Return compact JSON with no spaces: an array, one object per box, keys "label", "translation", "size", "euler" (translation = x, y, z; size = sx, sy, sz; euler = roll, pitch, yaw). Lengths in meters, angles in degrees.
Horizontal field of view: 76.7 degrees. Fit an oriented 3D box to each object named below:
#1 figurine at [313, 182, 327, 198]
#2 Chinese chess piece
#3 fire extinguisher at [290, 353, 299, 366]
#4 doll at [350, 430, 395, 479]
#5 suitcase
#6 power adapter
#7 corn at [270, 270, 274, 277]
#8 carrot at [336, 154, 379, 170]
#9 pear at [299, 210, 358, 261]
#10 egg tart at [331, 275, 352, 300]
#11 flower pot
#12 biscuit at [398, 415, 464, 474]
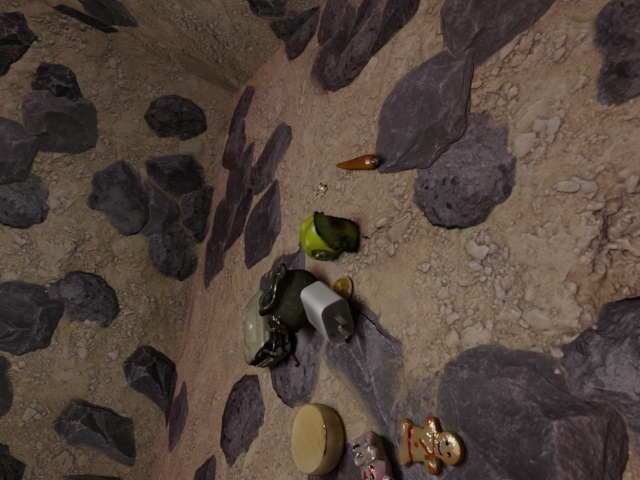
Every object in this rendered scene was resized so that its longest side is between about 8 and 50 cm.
[{"label":"figurine","translation":[-0.005,-0.252,2.035],"size":[0.083,0.050,0.047],"euler":[-57,30,24]},{"label":"Chinese chess piece","translation":[-0.014,0.755,1.543],"size":[0.250,0.097,0.251],"euler":[-31,51,46]},{"label":"fire extinguisher","translation":[-0.122,0.554,1.872],"size":[0.083,0.022,0.028],"euler":[-138,39,-56]},{"label":"doll","translation":[0.169,0.711,1.286],"size":[0.149,0.095,0.192],"euler":[-52,39,40]},{"label":"suitcase","translation":[-0.292,0.451,2.014],"size":[0.339,0.193,0.352],"euler":[-47,40,45]},{"label":"power adapter","translation":[0.042,0.293,1.591],"size":[0.255,0.124,0.187],"euler":[30,142,57]},{"label":"corn","translation":[-0.255,0.206,2.221],"size":[0.037,0.037,0.092],"euler":[-48,42,34]},{"label":"carrot","translation":[0.160,-0.341,1.815],"size":[0.336,0.069,0.069],"euler":[8,83,61]},{"label":"pear","translation":[0.000,0.000,1.735],"size":[0.255,0.238,0.164],"euler":[-25,61,48]},{"label":"egg tart","translation":[0.081,0.205,1.695],"size":[0.128,0.049,0.129],"euler":[-31,50,45]},{"label":"flower pot","translation":[-0.146,0.264,1.803],"size":[0.302,0.213,0.302],"euler":[-59,12,20]},{"label":"biscuit","translation":[0.314,0.594,1.178],"size":[0.234,0.030,0.153],"euler":[-21,60,52]}]
